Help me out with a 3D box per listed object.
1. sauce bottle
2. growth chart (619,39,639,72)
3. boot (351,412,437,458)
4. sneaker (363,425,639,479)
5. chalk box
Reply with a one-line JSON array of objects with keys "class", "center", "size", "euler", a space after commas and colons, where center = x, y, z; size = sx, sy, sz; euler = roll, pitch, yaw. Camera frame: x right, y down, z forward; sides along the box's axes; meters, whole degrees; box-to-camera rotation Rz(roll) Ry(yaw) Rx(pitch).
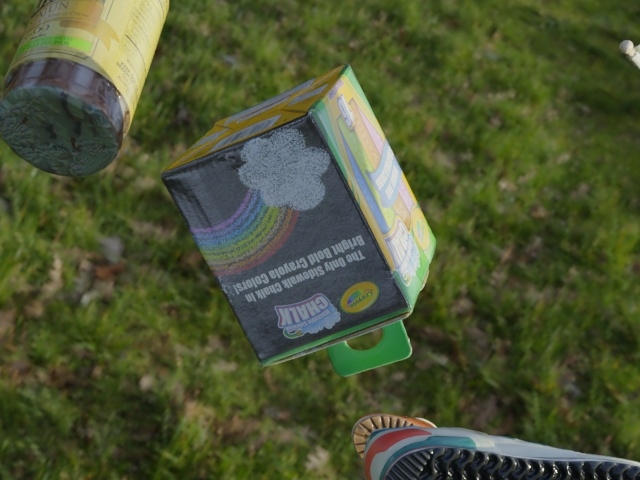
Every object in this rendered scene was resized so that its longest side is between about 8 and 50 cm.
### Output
[{"class": "sauce bottle", "center": [-0.192, -0.213, 1.090], "size": [0.111, 0.111, 0.344], "euler": [24, 47, -18]}, {"class": "growth chart", "center": [0.465, -0.268, 1.442], "size": [0.021, 0.237, 0.172], "euler": [51, 7, 34]}, {"class": "boot", "center": [0.082, 0.201, 1.217], "size": [0.158, 0.059, 0.084], "euler": [25, 5, -33]}, {"class": "sneaker", "center": [0.094, 0.112, 0.561], "size": [0.161, 0.057, 0.075], "euler": [12, 8, -16]}, {"class": "chalk box", "center": [0.000, 0.000, 0.921], "size": [0.213, 0.132, 0.132], "euler": [63, 22, -16]}]
